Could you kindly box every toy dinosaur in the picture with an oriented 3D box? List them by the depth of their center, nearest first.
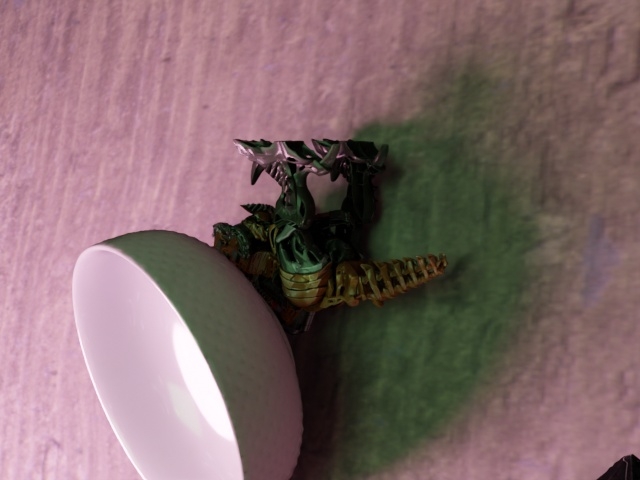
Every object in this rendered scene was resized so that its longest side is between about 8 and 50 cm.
[{"bbox_3d":[0.000,0.000,1.008,0.322,0.164,0.218,5,98,23],"label":"toy dinosaur"}]

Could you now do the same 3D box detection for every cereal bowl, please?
[{"bbox_3d":[-0.130,0.137,1.015,0.339,0.141,0.338,32,134,40],"label":"cereal bowl"}]

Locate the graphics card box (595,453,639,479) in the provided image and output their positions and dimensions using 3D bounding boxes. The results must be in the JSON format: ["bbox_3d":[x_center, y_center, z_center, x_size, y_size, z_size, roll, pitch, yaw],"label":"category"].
[{"bbox_3d":[0.254,0.343,0.590,0.371,0.094,0.233,43,112,4],"label":"graphics card box"}]
